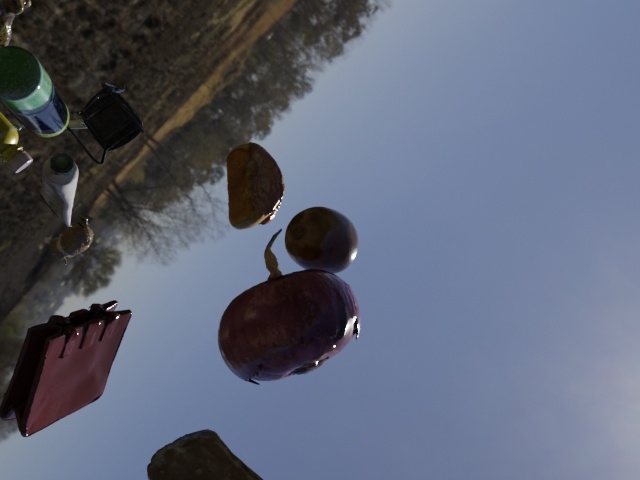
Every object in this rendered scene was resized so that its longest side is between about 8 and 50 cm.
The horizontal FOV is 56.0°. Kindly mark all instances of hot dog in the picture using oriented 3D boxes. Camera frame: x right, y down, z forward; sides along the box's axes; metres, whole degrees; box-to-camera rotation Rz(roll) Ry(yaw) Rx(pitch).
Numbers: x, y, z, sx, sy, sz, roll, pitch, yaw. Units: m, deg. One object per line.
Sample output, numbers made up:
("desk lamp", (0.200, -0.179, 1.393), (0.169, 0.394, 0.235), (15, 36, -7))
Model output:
("hot dog", (-0.192, -0.156, 1.805), (0.150, 0.153, 0.257), (-15, -107, 39))

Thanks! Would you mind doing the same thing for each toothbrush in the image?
("toothbrush", (-0.940, -0.395, 2.065), (0.385, 0.040, 0.040), (2, -139, 22))

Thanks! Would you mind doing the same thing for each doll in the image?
("doll", (-0.888, -0.012, 2.191), (0.221, 0.115, 0.105), (-42, 164, 17))

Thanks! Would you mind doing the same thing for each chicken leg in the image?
("chicken leg", (-1.034, -0.660, 1.838), (0.361, 0.211, 0.140), (-43, -141, 39))

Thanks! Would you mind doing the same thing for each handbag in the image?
("handbag", (-0.563, 0.279, 1.352), (0.260, 0.084, 0.276), (-20, 138, -63))

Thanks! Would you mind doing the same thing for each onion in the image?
("onion", (-0.097, 0.193, 1.489), (0.358, 0.345, 0.358), (-46, 170, -10))

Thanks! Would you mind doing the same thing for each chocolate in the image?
("chocolate", (-0.182, 0.442, 1.013), (0.156, 0.254, 0.080), (-15, 127, -42))

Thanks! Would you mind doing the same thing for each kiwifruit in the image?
("kiwifruit", (0.000, 0.000, 1.748), (0.195, 0.234, 0.196), (-8, -104, 37))

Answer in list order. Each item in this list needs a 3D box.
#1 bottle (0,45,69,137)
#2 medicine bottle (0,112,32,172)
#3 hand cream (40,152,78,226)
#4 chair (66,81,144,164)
("bottle", (-0.516, -0.257, 1.073), (0.093, 0.093, 0.330), (-52, -168, -11))
("medicine bottle", (-0.992, -0.310, 1.856), (0.121, 0.212, 0.122), (-36, -165, 11))
("hand cream", (-0.665, -0.128, 1.524), (0.076, 0.121, 0.336), (-40, -178, -31))
("chair", (-0.520, -0.301, 1.486), (0.140, 0.145, 0.221), (-34, -159, 4))
